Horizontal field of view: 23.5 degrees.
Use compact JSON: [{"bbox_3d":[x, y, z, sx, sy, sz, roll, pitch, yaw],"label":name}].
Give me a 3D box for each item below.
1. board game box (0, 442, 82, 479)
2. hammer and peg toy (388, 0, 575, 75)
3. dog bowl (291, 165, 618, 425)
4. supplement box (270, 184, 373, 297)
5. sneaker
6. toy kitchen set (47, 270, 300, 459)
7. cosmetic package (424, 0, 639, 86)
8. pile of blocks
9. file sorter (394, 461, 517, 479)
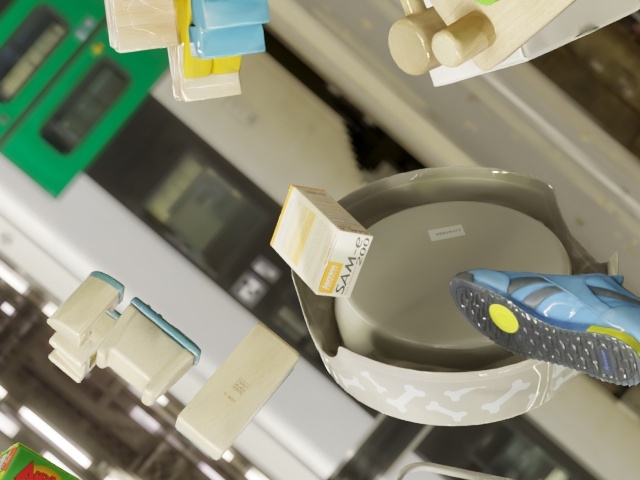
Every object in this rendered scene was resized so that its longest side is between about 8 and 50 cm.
[{"bbox_3d":[-0.166,0.232,1.103,0.181,0.092,0.043,34,148,-15],"label":"board game box"},{"bbox_3d":[0.109,-0.287,1.364,0.266,0.127,0.361,56,147,2],"label":"hammer and peg toy"},{"bbox_3d":[0.145,0.059,1.663,0.349,0.348,0.102,39,146,43],"label":"dog bowl"},{"bbox_3d":[0.000,0.000,1.337,0.036,0.062,0.098,9,-158,-32],"label":"supplement box"},{"bbox_3d":[0.212,0.060,1.336,0.209,0.082,0.069,18,140,37],"label":"sneaker"},{"bbox_3d":[-0.146,0.113,1.487,0.207,0.122,0.166,39,158,6],"label":"toy kitchen set"},{"bbox_3d":[0.166,-0.367,1.589,0.155,0.197,0.366,-10,101,53],"label":"cosmetic package"},{"bbox_3d":[-0.094,-0.201,0.944,0.362,0.112,0.149,97,158,-49],"label":"pile of blocks"},{"bbox_3d":[0.119,0.350,1.343,0.192,0.278,0.173,12,-140,-3],"label":"file sorter"}]
